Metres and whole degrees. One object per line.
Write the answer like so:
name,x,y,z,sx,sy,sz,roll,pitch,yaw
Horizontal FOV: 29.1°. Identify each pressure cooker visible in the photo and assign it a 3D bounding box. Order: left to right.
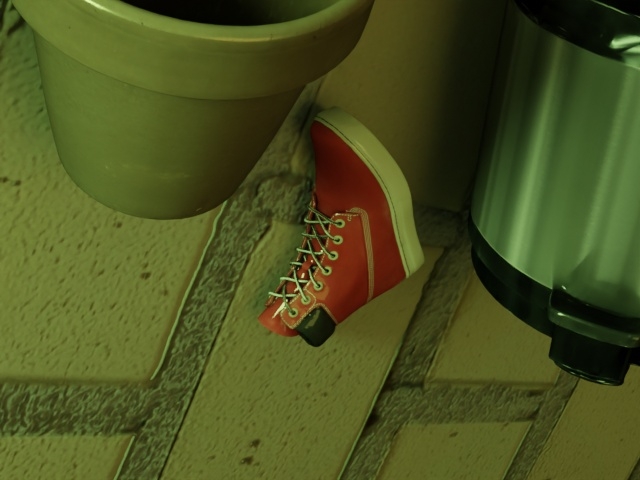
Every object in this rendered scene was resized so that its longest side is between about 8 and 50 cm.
pressure cooker,0.338,-0.072,1.231,0.370,0.375,0.420,-6,122,-22

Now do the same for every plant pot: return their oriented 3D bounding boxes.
plant pot,-0.107,-0.145,0.894,0.263,0.263,0.229,-19,148,-32

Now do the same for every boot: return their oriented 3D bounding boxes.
boot,0.000,0.000,1.181,0.176,0.088,0.244,-38,140,-14
